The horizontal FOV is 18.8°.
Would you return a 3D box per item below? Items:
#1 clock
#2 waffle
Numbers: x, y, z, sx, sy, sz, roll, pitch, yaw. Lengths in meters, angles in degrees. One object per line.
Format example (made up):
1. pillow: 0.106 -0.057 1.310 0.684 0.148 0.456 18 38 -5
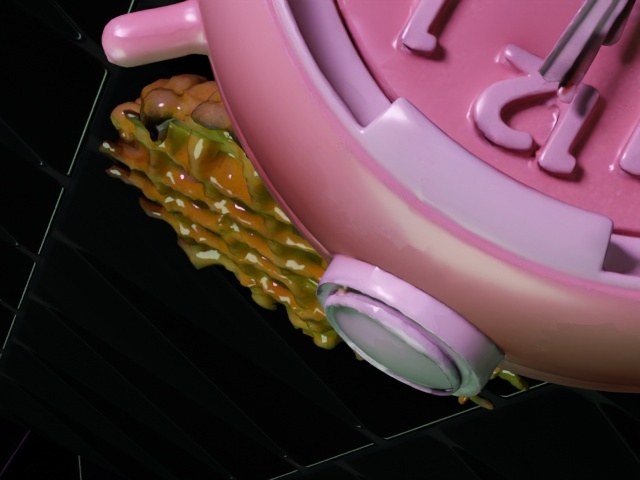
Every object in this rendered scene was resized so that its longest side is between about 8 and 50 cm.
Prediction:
1. clock: 0.078 -0.069 0.485 0.227 0.241 0.142 30 168 5
2. waffle: 0.004 -0.001 1.160 0.329 0.062 0.329 31 163 10
